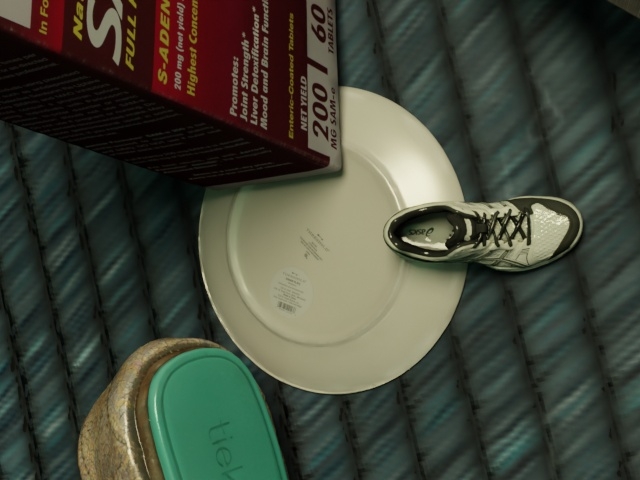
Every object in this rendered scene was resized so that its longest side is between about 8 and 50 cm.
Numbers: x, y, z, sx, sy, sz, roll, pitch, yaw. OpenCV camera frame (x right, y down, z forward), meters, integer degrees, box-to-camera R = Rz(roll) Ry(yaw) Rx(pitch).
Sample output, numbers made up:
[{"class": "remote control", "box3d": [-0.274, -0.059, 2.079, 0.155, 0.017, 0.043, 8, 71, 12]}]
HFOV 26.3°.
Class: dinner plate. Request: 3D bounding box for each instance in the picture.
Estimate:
[{"class": "dinner plate", "box3d": [0.000, 0.000, 0.622, 0.141, 0.017, 0.141, 1, 93, 30]}]

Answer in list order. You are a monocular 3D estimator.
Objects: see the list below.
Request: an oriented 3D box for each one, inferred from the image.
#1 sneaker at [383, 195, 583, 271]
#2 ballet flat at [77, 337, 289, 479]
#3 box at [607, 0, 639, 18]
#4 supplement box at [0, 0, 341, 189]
[{"class": "sneaker", "box3d": [0.066, -0.002, 0.565, 0.083, 0.037, 0.032, -5, 88, 12]}, {"class": "ballet flat", "box3d": [-0.038, 0.201, 0.612, 0.106, 0.107, 0.316, -27, 72, 47]}, {"class": "box", "box3d": [0.120, -0.176, 0.460, 0.231, 0.056, 0.183, 44, 127, 45]}, {"class": "supplement box", "box3d": [-0.078, -0.106, 0.525, 0.073, 0.239, 0.130, -7, 78, 29]}]
